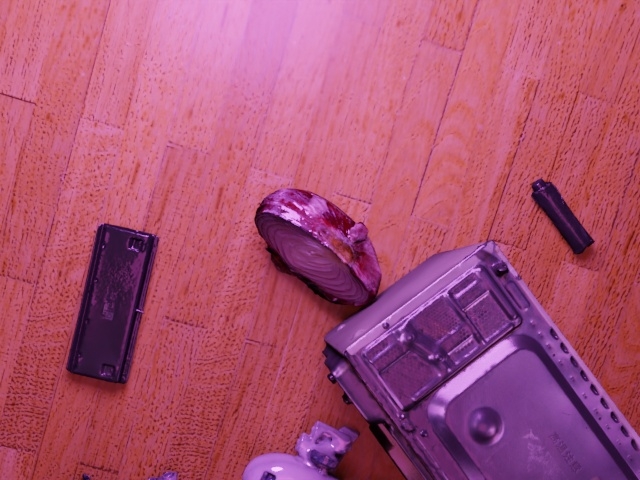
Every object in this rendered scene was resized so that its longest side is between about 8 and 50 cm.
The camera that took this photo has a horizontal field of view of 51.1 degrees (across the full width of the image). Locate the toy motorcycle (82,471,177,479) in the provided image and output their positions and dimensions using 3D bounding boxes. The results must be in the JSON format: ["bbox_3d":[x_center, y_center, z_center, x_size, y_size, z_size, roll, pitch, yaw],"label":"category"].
[{"bbox_3d":[-0.304,0.393,0.986,0.215,0.080,0.122,-16,101,-8],"label":"toy motorcycle"}]

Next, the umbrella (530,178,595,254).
[{"bbox_3d":[0.366,-0.038,1.014,0.036,0.031,0.133,-43,100,-25],"label":"umbrella"}]

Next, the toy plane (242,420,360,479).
[{"bbox_3d":[-0.005,0.394,0.997,0.245,0.117,0.244,2,81,-11],"label":"toy plane"}]

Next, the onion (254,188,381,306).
[{"bbox_3d":[0.000,0.000,0.953,0.206,0.151,0.098,46,57,-19],"label":"onion"}]

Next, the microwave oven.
[{"bbox_3d":[0.199,0.235,0.871,0.247,0.333,0.394,-36,88,-5],"label":"microwave oven"}]

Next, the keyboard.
[{"bbox_3d":[-0.299,0.093,0.971,0.094,0.025,0.230,14,96,-5],"label":"keyboard"}]
